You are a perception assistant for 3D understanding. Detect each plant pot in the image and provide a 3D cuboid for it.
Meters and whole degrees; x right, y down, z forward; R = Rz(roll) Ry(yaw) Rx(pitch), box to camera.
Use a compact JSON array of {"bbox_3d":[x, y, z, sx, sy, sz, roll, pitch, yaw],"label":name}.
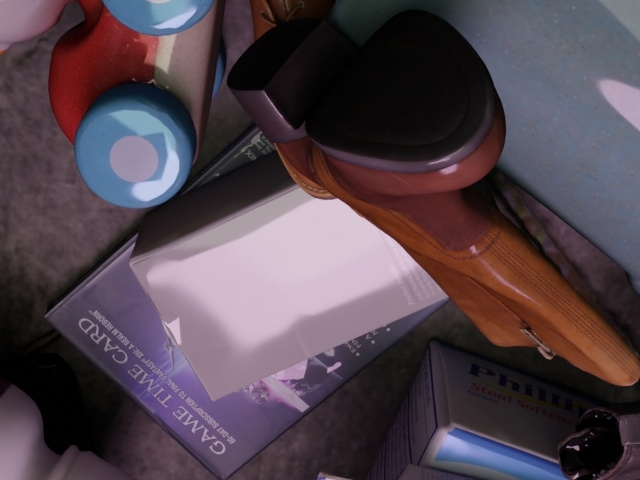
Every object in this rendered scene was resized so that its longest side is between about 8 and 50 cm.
[{"bbox_3d":[0.206,-0.143,0.972,0.334,0.341,0.341,33,110,-3],"label":"plant pot"}]

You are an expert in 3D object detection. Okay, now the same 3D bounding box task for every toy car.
[{"bbox_3d":[-0.178,-0.154,1.021,0.238,0.219,0.210,10,113,-1],"label":"toy car"}]

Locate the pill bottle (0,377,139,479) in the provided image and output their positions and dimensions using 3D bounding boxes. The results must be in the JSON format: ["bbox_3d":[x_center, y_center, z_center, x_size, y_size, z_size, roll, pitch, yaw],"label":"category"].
[{"bbox_3d":[-0.335,0.163,1.110,0.392,0.224,0.224,28,111,-3],"label":"pill bottle"}]

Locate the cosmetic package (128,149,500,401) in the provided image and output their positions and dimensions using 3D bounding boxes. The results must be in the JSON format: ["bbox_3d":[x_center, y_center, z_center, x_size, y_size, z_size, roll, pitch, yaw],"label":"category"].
[{"bbox_3d":[0.000,0.000,1.117,0.238,0.107,0.127,-22,111,13],"label":"cosmetic package"}]

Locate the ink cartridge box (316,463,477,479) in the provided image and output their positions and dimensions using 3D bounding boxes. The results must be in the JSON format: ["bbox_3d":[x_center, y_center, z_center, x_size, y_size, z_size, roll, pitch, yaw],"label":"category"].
[{"bbox_3d":[0.083,0.268,1.119,0.224,0.045,0.223,14,112,-3],"label":"ink cartridge box"}]

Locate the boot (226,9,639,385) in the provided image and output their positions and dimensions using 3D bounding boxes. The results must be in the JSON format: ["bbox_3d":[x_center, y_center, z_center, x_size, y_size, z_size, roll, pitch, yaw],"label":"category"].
[{"bbox_3d":[0.089,0.002,0.915,0.280,0.264,0.096,46,73,-25],"label":"boot"}]

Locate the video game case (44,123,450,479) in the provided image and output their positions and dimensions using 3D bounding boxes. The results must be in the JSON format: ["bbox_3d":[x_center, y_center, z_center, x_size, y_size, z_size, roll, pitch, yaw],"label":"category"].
[{"bbox_3d":[-0.043,0.036,1.200,0.274,0.026,0.196,-40,106,17],"label":"video game case"}]

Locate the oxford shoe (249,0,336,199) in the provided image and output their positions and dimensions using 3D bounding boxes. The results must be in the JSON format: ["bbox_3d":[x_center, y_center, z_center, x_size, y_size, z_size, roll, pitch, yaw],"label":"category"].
[{"bbox_3d":[-0.018,-0.130,1.044,0.076,0.076,0.212,-16,75,14],"label":"oxford shoe"}]

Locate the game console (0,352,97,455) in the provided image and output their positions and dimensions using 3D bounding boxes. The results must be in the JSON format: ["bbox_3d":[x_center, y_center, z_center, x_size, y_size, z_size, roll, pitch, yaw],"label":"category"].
[{"bbox_3d":[-0.348,0.214,1.273,0.361,0.044,0.213,-9,110,5],"label":"game console"}]

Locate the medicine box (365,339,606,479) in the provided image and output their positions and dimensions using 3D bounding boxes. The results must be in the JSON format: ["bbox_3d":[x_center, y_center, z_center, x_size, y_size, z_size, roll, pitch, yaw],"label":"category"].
[{"bbox_3d":[0.152,0.264,1.221,0.263,0.149,0.289,21,112,-7],"label":"medicine box"}]

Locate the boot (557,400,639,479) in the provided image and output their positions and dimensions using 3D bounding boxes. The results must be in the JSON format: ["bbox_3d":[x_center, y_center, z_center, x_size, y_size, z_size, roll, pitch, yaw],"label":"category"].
[{"bbox_3d":[0.274,0.129,1.091,0.229,0.263,0.091,-8,72,-2],"label":"boot"}]
